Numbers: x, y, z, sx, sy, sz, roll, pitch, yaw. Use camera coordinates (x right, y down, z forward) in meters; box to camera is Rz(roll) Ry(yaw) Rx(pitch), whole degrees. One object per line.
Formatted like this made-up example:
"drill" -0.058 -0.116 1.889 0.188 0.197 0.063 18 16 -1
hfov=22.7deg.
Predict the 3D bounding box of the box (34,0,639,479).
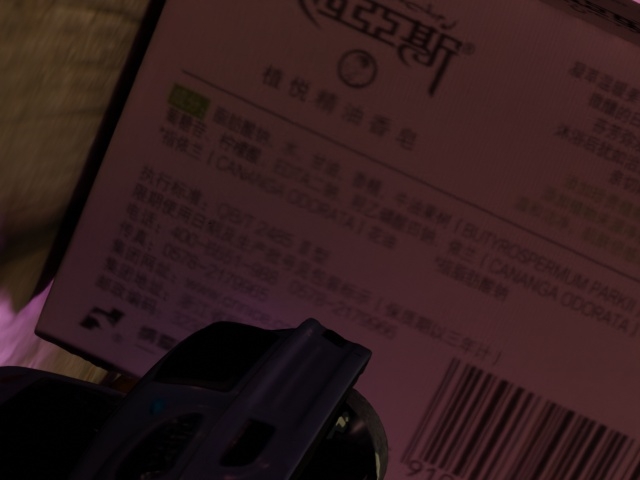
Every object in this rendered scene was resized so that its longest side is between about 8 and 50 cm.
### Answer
"box" 0.052 -0.008 0.604 0.194 0.260 0.111 -64 178 20

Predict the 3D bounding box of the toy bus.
"toy bus" -0.094 0.142 0.498 0.292 0.133 0.125 -62 174 21

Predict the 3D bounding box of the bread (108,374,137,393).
"bread" -0.117 0.113 0.923 0.052 0.044 0.157 -62 179 17
